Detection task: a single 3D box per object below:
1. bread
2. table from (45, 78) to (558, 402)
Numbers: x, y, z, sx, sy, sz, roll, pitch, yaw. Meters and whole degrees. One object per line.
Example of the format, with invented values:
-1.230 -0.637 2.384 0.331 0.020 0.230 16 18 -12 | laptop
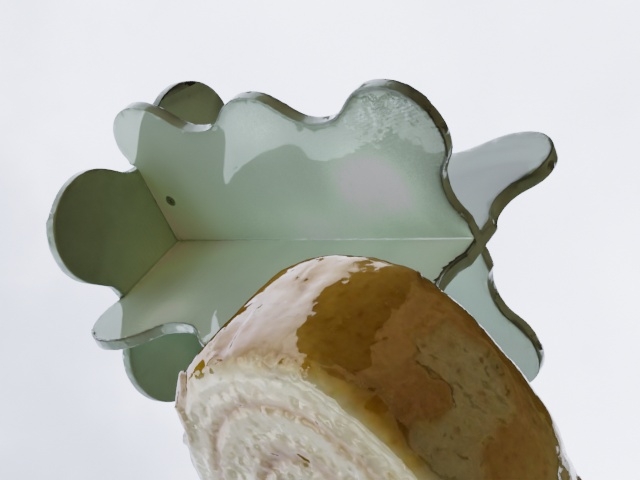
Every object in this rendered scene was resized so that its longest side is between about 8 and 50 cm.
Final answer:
0.021 0.080 0.433 0.149 0.122 0.073 53 -129 -9 | bread
0.000 0.000 0.636 0.166 0.198 0.166 0 -90 -50 | table
